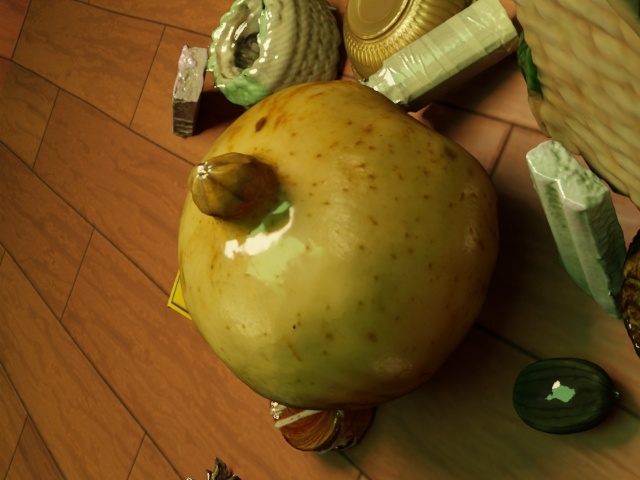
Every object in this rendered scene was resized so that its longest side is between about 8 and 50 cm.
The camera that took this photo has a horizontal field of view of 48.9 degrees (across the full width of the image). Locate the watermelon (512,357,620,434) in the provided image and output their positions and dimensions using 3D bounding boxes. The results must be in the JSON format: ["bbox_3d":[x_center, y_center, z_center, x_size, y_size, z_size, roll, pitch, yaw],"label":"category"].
[{"bbox_3d":[0.252,0.160,0.729,0.110,0.078,0.078,-20,65,41],"label":"watermelon"}]

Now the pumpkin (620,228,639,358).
[{"bbox_3d":[0.367,0.043,0.578,0.238,0.159,0.238,-11,73,41],"label":"pumpkin"}]

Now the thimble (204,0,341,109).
[{"bbox_3d":[-0.075,-0.315,1.155,0.219,0.150,0.219,-15,69,44],"label":"thimble"}]

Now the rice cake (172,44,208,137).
[{"bbox_3d":[-0.244,-0.271,1.305,0.298,0.050,0.106,163,116,-77],"label":"rice cake"}]

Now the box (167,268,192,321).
[{"bbox_3d":[-0.119,0.069,1.140,0.301,0.084,0.193,20,93,48],"label":"box"}]

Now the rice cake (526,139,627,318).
[{"bbox_3d":[0.253,-0.003,0.673,0.040,0.226,0.085,-38,47,2],"label":"rice cake"}]

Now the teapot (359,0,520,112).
[{"bbox_3d":[0.154,-0.226,0.913,0.200,0.107,0.077,-30,80,15],"label":"teapot"}]

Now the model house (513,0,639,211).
[{"bbox_3d":[0.316,-0.276,0.447,0.445,0.400,0.395,-38,45,9],"label":"model house"}]

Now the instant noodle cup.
[{"bbox_3d":[0.111,-0.335,1.008,0.274,0.090,0.274,-16,68,44],"label":"instant noodle cup"}]

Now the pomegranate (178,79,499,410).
[{"bbox_3d":[0.000,0.000,0.793,0.410,0.410,0.410,-16,68,43],"label":"pomegranate"}]

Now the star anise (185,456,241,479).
[{"bbox_3d":[-0.166,0.420,1.122,0.141,0.042,0.141,-17,64,40],"label":"star anise"}]

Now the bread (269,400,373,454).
[{"bbox_3d":[0.003,0.216,0.979,0.160,0.073,0.160,-21,61,44],"label":"bread"}]
